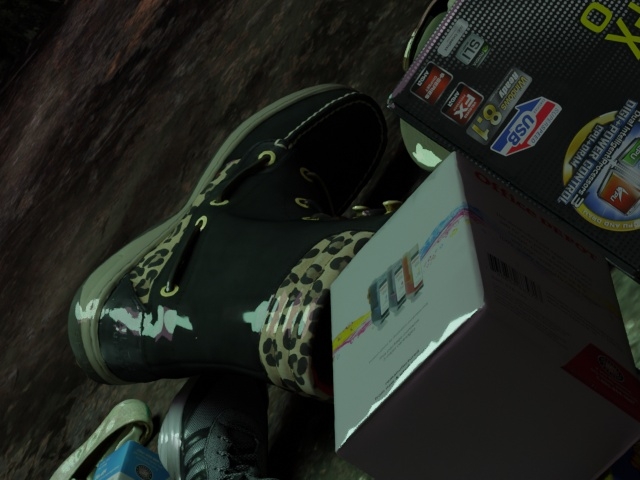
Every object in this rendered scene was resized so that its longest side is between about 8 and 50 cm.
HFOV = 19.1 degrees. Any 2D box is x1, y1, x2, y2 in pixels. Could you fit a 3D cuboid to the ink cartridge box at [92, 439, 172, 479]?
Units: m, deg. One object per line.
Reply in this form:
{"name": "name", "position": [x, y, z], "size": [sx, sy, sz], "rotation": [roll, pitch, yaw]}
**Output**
{"name": "ink cartridge box", "position": [-0.159, 0.275, 1.620], "size": [0.060, 0.104, 0.180], "rotation": [-36, 28, 43]}

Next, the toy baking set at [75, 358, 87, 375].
{"name": "toy baking set", "position": [-0.222, 0.066, 2.191], "size": [0.197, 0.030, 0.256], "rotation": [-52, 20, 13]}

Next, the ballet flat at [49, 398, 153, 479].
{"name": "ballet flat", "position": [-0.228, 0.232, 1.920], "size": [0.168, 0.057, 0.052], "rotation": [-55, 30, 6]}

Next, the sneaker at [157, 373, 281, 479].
{"name": "sneaker", "position": [-0.063, 0.196, 1.537], "size": [0.153, 0.101, 0.268], "rotation": [-32, 37, 48]}

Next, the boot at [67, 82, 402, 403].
{"name": "boot", "position": [0.000, 0.000, 1.589], "size": [0.284, 0.138, 0.377], "rotation": [6, 37, 46]}

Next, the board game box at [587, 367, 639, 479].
{"name": "board game box", "position": [0.082, 0.251, 1.141], "size": [0.347, 0.078, 0.233], "rotation": [-46, 22, 26]}

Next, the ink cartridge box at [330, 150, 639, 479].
{"name": "ink cartridge box", "position": [0.092, 0.062, 1.103], "size": [0.127, 0.128, 0.176], "rotation": [-47, 21, 24]}

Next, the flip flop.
{"name": "flip flop", "position": [0.113, -0.150, 1.549], "size": [0.080, 0.112, 0.277], "rotation": [-21, -19, -26]}

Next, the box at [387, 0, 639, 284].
{"name": "box", "position": [0.207, -0.138, 1.273], "size": [0.270, 0.216, 0.060], "rotation": [-54, -22, 4]}

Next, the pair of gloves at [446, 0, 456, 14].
{"name": "pair of gloves", "position": [0.159, -0.099, 1.406], "size": [0.204, 0.042, 0.240], "rotation": [10, 101, 62]}

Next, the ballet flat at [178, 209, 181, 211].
{"name": "ballet flat", "position": [-0.089, -0.015, 1.971], "size": [0.231, 0.077, 0.077], "rotation": [-27, 56, 59]}
